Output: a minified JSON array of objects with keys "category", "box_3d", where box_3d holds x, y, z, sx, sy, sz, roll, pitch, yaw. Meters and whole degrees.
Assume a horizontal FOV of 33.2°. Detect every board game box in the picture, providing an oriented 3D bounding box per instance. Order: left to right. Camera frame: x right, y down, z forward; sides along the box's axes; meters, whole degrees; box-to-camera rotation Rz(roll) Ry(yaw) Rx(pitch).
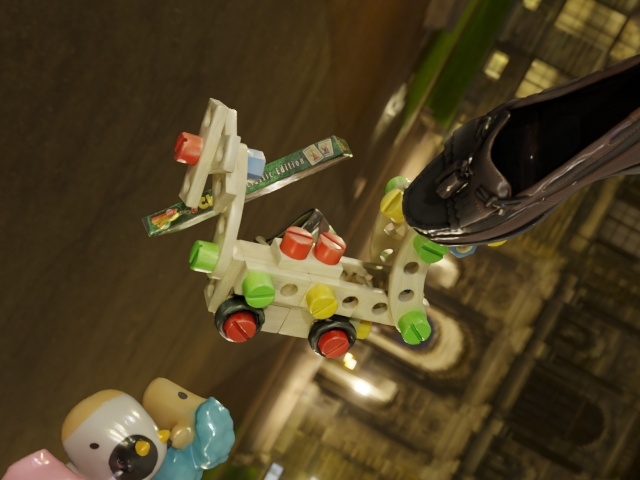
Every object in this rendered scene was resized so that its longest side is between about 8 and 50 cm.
[{"category":"board game box","box_3d":[-0.088,-0.068,1.360,0.260,0.030,0.136,-23,-178,7]}]

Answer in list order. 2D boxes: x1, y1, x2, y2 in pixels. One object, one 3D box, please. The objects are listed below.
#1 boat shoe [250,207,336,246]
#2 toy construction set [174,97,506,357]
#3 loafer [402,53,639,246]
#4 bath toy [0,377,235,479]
[{"category":"boat shoe","box_3d":[-0.058,0.016,1.162,0.152,0.049,0.056,-32,-159,-7]},{"category":"toy construction set","box_3d":[0.000,0.000,1.049,0.151,0.328,0.215,-89,-157,-58]},{"category":"loafer","box_3d":[0.170,-0.077,0.839,0.303,0.095,0.109,-23,-115,40]},{"category":"bath toy","box_3d":[-0.208,0.223,0.854,0.348,0.129,0.151,-29,114,-57]}]
